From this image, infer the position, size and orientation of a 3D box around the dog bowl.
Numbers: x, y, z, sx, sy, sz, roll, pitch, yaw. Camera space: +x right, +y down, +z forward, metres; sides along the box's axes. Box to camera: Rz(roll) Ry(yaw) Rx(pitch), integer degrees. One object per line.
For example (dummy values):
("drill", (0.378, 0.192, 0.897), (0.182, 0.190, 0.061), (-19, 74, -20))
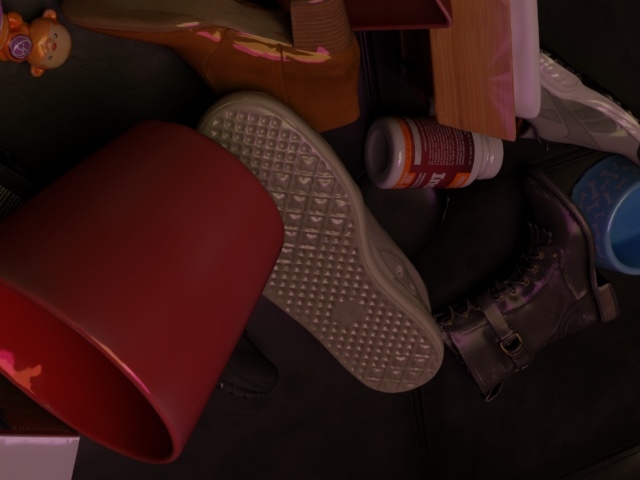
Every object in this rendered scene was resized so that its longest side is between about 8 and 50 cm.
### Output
("dog bowl", (0.471, -0.054, 1.555), (0.297, 0.074, 0.166), (-22, 118, -16))

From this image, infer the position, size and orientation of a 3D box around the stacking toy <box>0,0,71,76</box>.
("stacking toy", (-0.360, -0.206, 1.069), (0.302, 0.166, 0.175), (9, 96, -43))

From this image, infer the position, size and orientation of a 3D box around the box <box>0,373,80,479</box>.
("box", (-0.339, 0.202, 1.211), (0.130, 0.170, 0.091), (7, 107, -28))

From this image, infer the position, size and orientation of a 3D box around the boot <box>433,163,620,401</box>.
("boot", (0.244, 0.059, 1.482), (0.229, 0.091, 0.263), (-27, 107, 0))

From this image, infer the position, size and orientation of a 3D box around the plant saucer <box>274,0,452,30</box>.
("plant saucer", (-0.008, -0.315, 1.122), (0.047, 0.258, 0.259), (-52, 123, -18))

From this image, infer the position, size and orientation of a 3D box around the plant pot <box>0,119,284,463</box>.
("plant pot", (-0.177, 0.035, 1.104), (0.243, 0.275, 0.275), (-54, 126, -29))

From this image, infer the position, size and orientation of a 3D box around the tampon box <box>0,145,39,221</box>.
("tampon box", (-0.374, -0.068, 1.114), (0.161, 0.120, 0.101), (36, 91, -32))

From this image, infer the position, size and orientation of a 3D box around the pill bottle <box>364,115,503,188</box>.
("pill bottle", (0.135, -0.104, 1.366), (0.152, 0.086, 0.086), (-2, 111, -24))

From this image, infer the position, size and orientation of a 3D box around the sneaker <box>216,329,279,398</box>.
("sneaker", (-0.134, 0.075, 1.302), (0.130, 0.109, 0.286), (-51, 124, -6))

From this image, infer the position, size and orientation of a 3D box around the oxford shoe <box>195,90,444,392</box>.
("oxford shoe", (0.000, 0.000, 1.314), (0.169, 0.130, 0.449), (-26, 127, 18))

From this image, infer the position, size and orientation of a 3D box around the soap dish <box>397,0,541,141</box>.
("soap dish", (0.145, -0.272, 1.233), (0.118, 0.229, 0.290), (-9, 115, -4))

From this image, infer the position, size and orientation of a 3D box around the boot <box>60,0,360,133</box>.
("boot", (-0.106, -0.181, 1.210), (0.295, 0.104, 0.211), (-1, 142, 4))

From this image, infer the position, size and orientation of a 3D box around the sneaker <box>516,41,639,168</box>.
("sneaker", (0.309, -0.153, 1.434), (0.271, 0.100, 0.108), (27, 108, -26))
